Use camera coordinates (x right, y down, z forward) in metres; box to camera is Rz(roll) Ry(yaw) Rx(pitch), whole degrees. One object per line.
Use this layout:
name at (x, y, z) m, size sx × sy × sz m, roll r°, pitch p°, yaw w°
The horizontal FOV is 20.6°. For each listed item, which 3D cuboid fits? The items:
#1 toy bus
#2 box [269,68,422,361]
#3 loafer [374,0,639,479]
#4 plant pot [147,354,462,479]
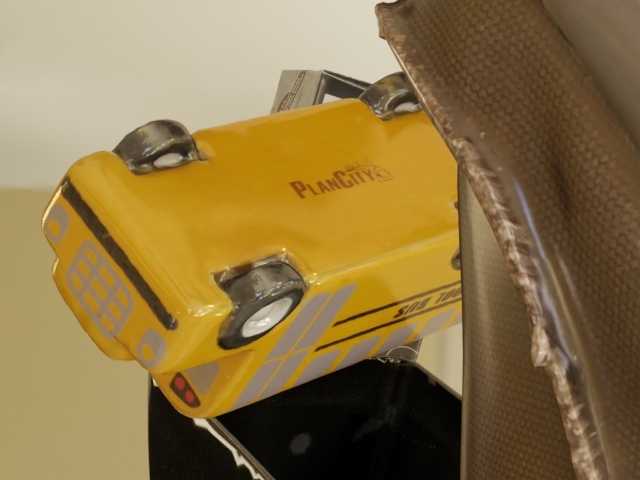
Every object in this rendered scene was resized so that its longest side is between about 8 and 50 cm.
toy bus at (0.000, 0.000, 0.933) m, size 0.332 × 0.108 × 0.130 m, roll -17°, pitch -29°, yaw -46°
box at (0.017, -0.012, 1.546) m, size 0.163 × 0.247 × 0.142 m, roll 16°, pitch 0°, yaw -16°
loafer at (0.081, 0.095, 0.420) m, size 0.130 × 0.366 × 0.134 m, roll -20°, pitch 3°, yaw 14°
plant pot at (0.002, 0.177, 1.032) m, size 0.188 × 0.167 × 0.187 m, roll 4°, pitch 17°, yaw -30°
